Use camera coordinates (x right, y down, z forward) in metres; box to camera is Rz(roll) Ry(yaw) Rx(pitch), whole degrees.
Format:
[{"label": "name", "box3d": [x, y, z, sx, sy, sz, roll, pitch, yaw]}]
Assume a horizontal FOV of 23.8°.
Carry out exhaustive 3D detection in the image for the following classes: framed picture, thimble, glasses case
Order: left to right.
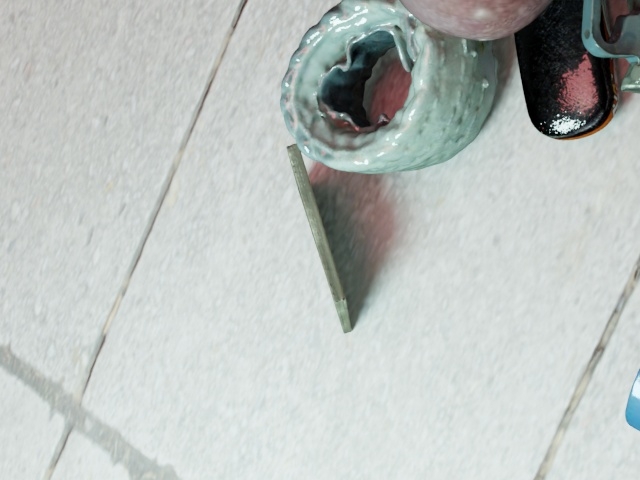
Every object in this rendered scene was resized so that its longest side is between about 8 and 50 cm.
[{"label": "framed picture", "box3d": [0.000, 0.000, 1.813, 0.015, 0.150, 0.203, -17, 71, -1]}, {"label": "thimble", "box3d": [0.088, -0.182, 1.760, 0.250, 0.172, 0.204, -35, 70, 29]}, {"label": "glasses case", "box3d": [0.269, -0.244, 1.701, 0.103, 0.067, 0.266, -13, 76, 31]}]

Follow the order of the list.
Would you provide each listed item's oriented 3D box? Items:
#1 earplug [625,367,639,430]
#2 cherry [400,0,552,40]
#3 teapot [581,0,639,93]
[{"label": "earplug", "box3d": [0.450, 0.193, 1.488, 0.273, 0.132, 0.132, 31, 101, 30]}, {"label": "cherry", "box3d": [0.165, -0.347, 1.582, 0.307, 0.221, 0.261, -100, 27, -69]}, {"label": "teapot", "box3d": [0.367, -0.262, 1.567, 0.171, 0.203, 0.225, -174, 86, -71]}]
